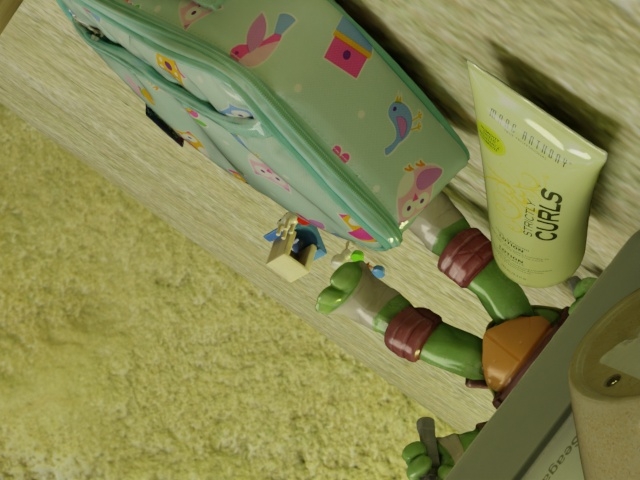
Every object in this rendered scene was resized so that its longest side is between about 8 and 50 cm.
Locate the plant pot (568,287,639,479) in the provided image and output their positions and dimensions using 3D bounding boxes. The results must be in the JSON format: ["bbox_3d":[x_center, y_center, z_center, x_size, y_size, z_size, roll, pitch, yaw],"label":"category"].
[{"bbox_3d":[0.257,0.154,1.085,0.274,0.256,0.256,57,166,-20],"label":"plant pot"}]

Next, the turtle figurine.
[{"bbox_3d":[0.122,0.087,1.429,0.266,0.275,0.198,40,140,14],"label":"turtle figurine"}]

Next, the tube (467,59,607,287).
[{"bbox_3d":[0.126,-0.034,1.142,0.070,0.062,0.240,-4,162,4],"label":"tube"}]

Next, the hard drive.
[{"bbox_3d":[0.221,0.168,1.261,0.047,0.233,0.353,33,173,43],"label":"hard drive"}]

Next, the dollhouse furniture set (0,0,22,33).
[{"bbox_3d":[-0.294,-0.170,1.170,0.256,0.362,0.394,30,150,-4],"label":"dollhouse furniture set"}]

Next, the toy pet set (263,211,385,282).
[{"bbox_3d":[0.000,0.000,2.145,0.122,0.065,0.114,37,139,-23],"label":"toy pet set"}]

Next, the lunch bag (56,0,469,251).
[{"bbox_3d":[-0.051,-0.113,1.286,0.224,0.108,0.279,42,172,-39],"label":"lunch bag"}]
